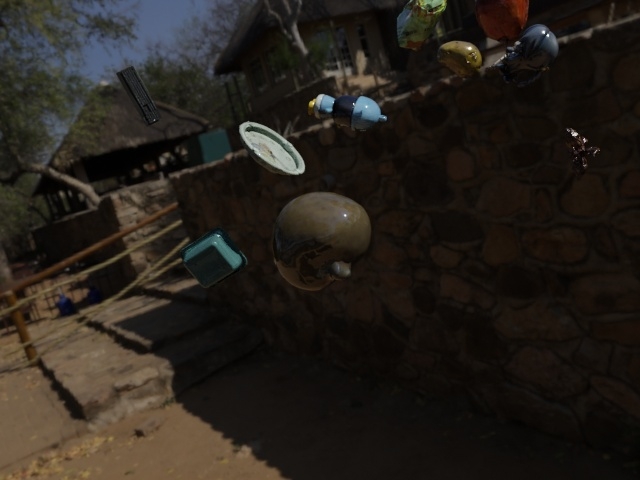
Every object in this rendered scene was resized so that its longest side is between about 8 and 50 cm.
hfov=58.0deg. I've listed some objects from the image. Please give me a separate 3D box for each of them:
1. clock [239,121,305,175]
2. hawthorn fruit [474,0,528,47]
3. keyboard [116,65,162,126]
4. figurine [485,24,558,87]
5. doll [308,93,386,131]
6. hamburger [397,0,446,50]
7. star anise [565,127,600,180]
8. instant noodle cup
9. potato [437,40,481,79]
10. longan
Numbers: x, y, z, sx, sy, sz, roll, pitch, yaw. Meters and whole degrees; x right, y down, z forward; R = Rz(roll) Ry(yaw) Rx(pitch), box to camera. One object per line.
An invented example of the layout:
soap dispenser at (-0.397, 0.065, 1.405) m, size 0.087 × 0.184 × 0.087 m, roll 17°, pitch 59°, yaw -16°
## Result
clock at (-0.155, -0.270, 1.768) m, size 0.053 × 0.236 × 0.236 m, roll -48°, pitch -7°, yaw 26°
hawthorn fruit at (0.556, -0.706, 1.779) m, size 0.174 × 0.179 × 0.173 m, roll -16°, pitch 38°, yaw 13°
keyboard at (-0.605, -0.484, 1.940) m, size 0.015 × 0.196 × 0.074 m, roll -7°, pitch 26°, yaw 43°
figurine at (0.812, -0.726, 2.300) m, size 0.265 × 0.197 × 0.175 m, roll -51°, pitch 8°, yaw 39°
doll at (0.111, -0.512, 2.316) m, size 0.314 × 0.140 × 0.177 m, roll 12°, pitch 28°, yaw 16°
hamburger at (0.357, -0.790, 1.996) m, size 0.214 × 0.125 × 0.235 m, roll -47°, pitch 16°, yaw 48°
star anise at (0.853, -0.287, 1.839) m, size 0.140 × 0.158 × 0.144 m, roll -58°, pitch 16°, yaw -18°
instant noodle cup at (-0.334, 0.064, 1.779) m, size 0.179 × 0.157 × 0.070 m, roll -31°, pitch 16°, yaw 17°
potato at (0.530, -0.693, 2.190) m, size 0.137 × 0.176 × 0.137 m, roll -52°, pitch -10°, yaw -13°
longan at (0.004, 0.001, 1.598) m, size 0.243 × 0.299 × 0.300 m, roll 14°, pitch -15°, yaw -43°
